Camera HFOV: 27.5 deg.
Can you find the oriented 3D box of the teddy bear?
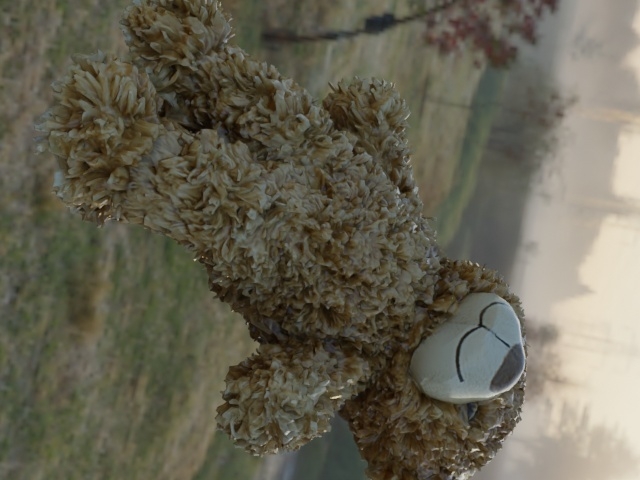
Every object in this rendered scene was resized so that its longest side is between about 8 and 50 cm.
[{"bbox_3d":[0.000,0.000,0.715,0.113,0.338,0.245,-33,-177,35],"label":"teddy bear"}]
